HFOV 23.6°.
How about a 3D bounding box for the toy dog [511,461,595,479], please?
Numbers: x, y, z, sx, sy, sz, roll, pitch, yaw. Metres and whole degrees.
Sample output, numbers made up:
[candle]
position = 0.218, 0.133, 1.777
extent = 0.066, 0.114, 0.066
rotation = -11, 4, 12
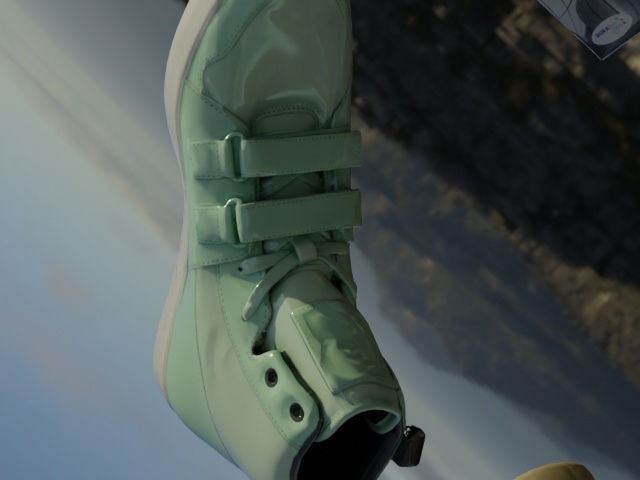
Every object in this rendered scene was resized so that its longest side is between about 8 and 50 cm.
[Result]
[toy dog]
position = 0.257, 0.217, 0.976
extent = 0.161, 0.333, 0.220
rotation = 101, 168, -53

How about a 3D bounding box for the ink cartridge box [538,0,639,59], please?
[ink cartridge box]
position = 0.118, -0.274, 0.944
extent = 0.332, 0.065, 0.165
rotation = 42, 142, -8

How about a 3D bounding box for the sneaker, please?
[sneaker]
position = 0.000, 0.000, 0.667
extent = 0.151, 0.094, 0.256
rotation = 39, 131, 46
